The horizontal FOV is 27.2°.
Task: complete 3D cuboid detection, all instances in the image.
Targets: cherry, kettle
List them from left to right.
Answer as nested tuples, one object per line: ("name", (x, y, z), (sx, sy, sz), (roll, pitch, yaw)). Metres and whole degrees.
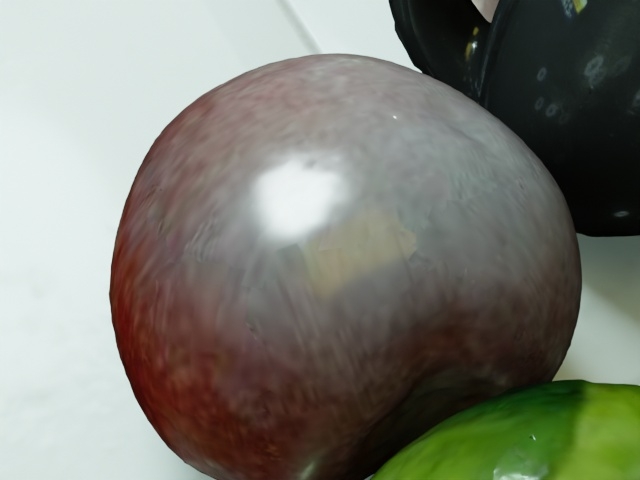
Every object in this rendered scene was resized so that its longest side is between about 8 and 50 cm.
("cherry", (0.002, 0.002, 0.664), (0.239, 0.206, 0.239), (-1, 69, 4))
("kettle", (0.172, -0.127, 0.691), (0.268, 0.290, 0.207), (38, 53, -6))

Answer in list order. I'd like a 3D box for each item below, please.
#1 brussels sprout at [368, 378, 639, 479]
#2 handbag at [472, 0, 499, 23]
("brussels sprout", (0.095, 0.179, 0.578), (0.271, 0.219, 0.210), (-32, 77, 3))
("handbag", (0.146, -0.215, 0.839), (0.205, 0.116, 0.179), (-5, 61, -5))
